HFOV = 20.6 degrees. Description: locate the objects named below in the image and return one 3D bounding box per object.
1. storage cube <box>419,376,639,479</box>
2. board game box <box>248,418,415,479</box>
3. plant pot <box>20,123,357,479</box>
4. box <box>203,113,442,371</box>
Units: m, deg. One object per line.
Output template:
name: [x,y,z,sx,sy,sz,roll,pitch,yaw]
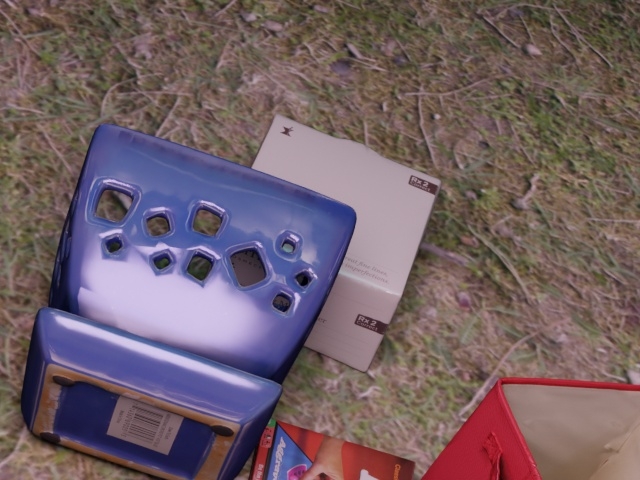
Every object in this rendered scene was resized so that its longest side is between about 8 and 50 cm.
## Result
storage cube: [0.204,0.246,1.470,0.215,0.193,0.183,5,46,-29]
board game box: [-0.004,0.281,1.489,0.145,0.027,0.281,18,44,-7]
plant pot: [-0.126,0.071,1.489,0.236,0.236,0.212,20,60,-4]
box: [0.000,0.000,1.697,0.181,0.119,0.182,22,43,0]
